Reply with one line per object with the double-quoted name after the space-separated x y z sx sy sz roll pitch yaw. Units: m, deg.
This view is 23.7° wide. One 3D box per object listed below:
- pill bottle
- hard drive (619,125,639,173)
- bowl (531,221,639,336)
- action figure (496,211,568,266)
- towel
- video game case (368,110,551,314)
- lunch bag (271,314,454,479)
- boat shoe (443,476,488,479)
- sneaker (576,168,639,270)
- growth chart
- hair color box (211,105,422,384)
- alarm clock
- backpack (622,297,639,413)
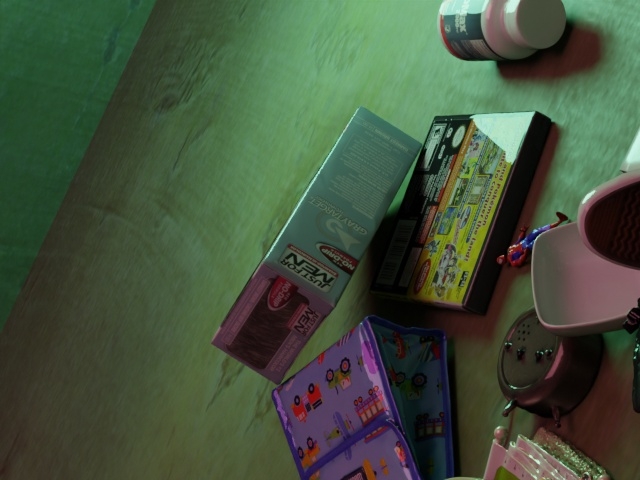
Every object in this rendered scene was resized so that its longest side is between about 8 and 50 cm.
0.247 -0.298 2.070 0.180 0.108 0.108 9 77 62 "pill bottle"
0.461 -0.192 1.674 0.307 0.040 0.203 -64 27 2 "hard drive"
0.309 0.046 1.694 0.142 0.053 0.142 -11 50 18 "bowl"
0.259 0.003 1.895 0.115 0.030 0.038 -40 42 45 "action figure"
0.257 0.275 1.679 0.110 0.027 0.148 -61 27 7 "towel"
0.184 -0.041 2.058 0.248 0.035 0.275 5 73 62 "video game case"
0.071 0.280 1.936 0.221 0.138 0.293 -41 48 40 "lunch bag"
0.101 0.332 1.737 0.257 0.095 0.095 -31 66 48 "boat shoe"
0.373 -0.038 1.490 0.123 0.290 0.106 -134 38 -69 "sneaker"
0.231 0.301 1.649 0.237 0.021 0.172 23 104 64 "growth chart"
0.000 0.000 2.089 0.185 0.113 0.374 -56 3 43 "hair color box"
0.265 0.116 1.759 0.129 0.064 0.192 1 67 61 "alarm clock"
0.373 0.116 1.485 0.152 0.115 0.182 -42 18 42 "backpack"
